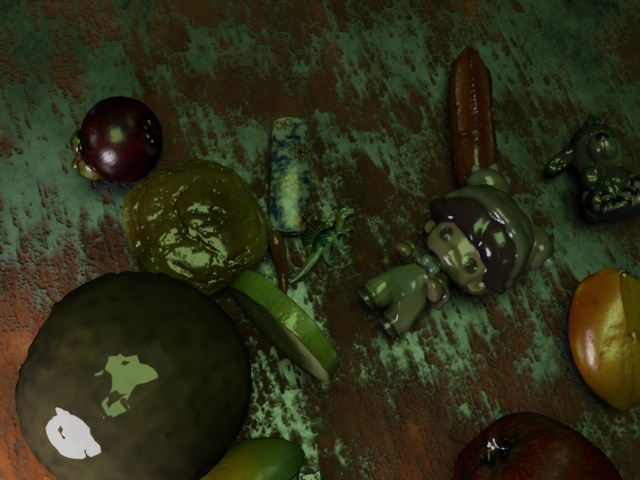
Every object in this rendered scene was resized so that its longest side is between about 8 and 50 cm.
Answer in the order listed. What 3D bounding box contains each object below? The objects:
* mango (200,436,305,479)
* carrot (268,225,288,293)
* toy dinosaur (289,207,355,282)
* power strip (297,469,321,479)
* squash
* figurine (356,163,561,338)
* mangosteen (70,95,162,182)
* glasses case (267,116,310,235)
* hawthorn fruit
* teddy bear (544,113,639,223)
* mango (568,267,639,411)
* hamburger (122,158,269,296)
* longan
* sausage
[{"bbox_3d":[-0.147,0.429,1.495,0.237,0.091,0.137,-35,52,-24],"label":"mango"},{"bbox_3d":[-0.081,0.041,1.652,0.035,0.035,0.142,-12,94,-9],"label":"carrot"},{"bbox_3d":[0.000,0.002,1.683,0.187,0.044,0.106,-30,63,0],"label":"toy dinosaur"},{"bbox_3d":[-0.017,0.493,1.507,0.215,0.061,0.145,-3,73,-7],"label":"power strip"},{"bbox_3d":[-0.061,0.159,1.512,0.252,0.252,0.049,41,73,8],"label":"squash"},{"bbox_3d":[0.258,0.038,1.621,0.380,0.203,0.248,-35,71,-3],"label":"figurine"},{"bbox_3d":[-0.411,-0.193,1.648,0.199,0.200,0.200,1,72,-5],"label":"mangosteen"},{"bbox_3d":[-0.063,-0.132,1.702,0.086,0.065,0.248,2,75,1],"label":"glasses case"},{"bbox_3d":[0.409,0.473,1.461,0.368,0.284,0.285,33,71,-17],"label":"hawthorn fruit"},{"bbox_3d":[0.570,-0.145,1.727,0.171,0.144,0.251,-27,73,2],"label":"teddy bear"},{"bbox_3d":[0.572,0.198,1.619,0.187,0.138,0.257,17,74,-18],"label":"mango"},{"bbox_3d":[-0.243,-0.031,1.620,0.265,0.134,0.285,-29,79,-11],"label":"hamburger"},{"bbox_3d":[-0.316,0.244,1.416,0.390,0.391,0.392,1,72,-5],"label":"longan"},{"bbox_3d":[0.320,-0.251,1.759,0.102,0.102,0.331,1,73,-5],"label":"sausage"}]
